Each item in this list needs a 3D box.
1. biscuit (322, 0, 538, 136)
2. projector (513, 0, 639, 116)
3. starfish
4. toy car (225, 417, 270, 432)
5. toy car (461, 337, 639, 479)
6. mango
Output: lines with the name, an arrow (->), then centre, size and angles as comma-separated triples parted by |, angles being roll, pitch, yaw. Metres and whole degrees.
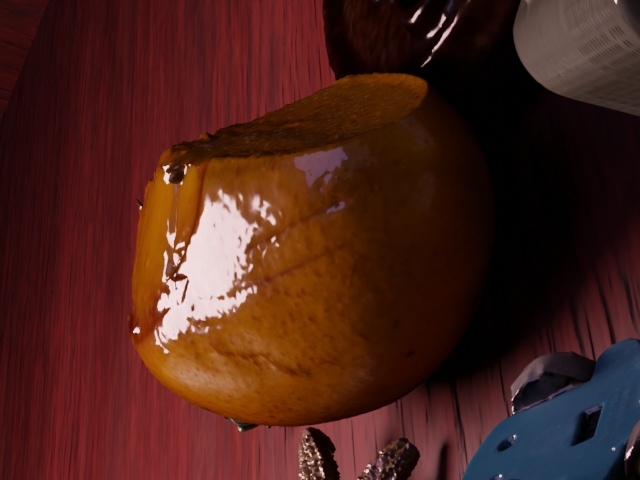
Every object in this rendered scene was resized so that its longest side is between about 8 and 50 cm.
biscuit -> 0.096, -0.263, 1.165 | 0.407, 0.091, 0.407 | -166, 90, -71
projector -> 0.191, -0.095, 0.548 | 0.177, 0.242, 0.163 | -168, 91, -89
starfish -> 0.010, 0.224, 1.122 | 0.240, 0.043, 0.227 | -101, 29, -47
toy car -> -0.035, 0.067, 1.359 | 0.143, 0.054, 0.073 | -66, 22, 16
toy car -> 0.143, 0.099, 0.791 | 0.161, 0.098, 0.126 | -27, 19, 29
mango -> 0.000, 0.000, 1.098 | 0.350, 0.199, 0.201 | -26, 32, 61
